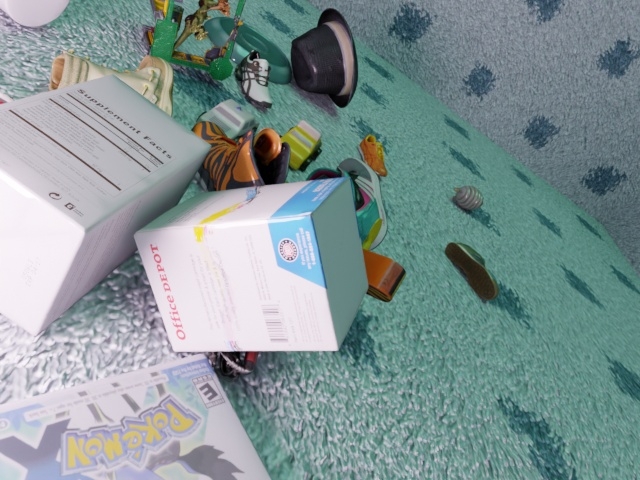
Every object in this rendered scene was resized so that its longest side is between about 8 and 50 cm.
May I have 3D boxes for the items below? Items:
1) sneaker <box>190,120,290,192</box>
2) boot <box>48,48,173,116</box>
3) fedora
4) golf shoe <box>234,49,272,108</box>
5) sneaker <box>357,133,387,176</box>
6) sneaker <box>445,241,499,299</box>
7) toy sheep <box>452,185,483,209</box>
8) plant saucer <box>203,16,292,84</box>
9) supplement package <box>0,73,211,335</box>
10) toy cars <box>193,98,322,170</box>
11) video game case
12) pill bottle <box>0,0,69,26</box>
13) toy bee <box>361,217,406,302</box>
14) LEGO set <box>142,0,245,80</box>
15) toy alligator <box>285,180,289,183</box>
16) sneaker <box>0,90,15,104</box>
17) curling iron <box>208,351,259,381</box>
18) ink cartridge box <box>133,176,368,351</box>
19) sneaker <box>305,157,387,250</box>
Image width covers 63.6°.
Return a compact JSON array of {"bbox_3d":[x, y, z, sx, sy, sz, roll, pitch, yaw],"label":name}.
[{"bbox_3d":[-0.142,-0.152,0.944,0.124,0.180,0.321,9,41,-42],"label":"sneaker"},{"bbox_3d":[-0.386,-0.298,0.962,0.203,0.095,0.262,17,40,-32],"label":"boot"},{"bbox_3d":[-0.006,-0.584,1.676,0.152,0.334,0.334,-13,52,-18],"label":"fedora"},{"bbox_3d":[-0.172,-0.442,1.402,0.077,0.094,0.198,7,44,-46],"label":"golf shoe"},{"bbox_3d":[0.163,-0.258,1.555,0.064,0.067,0.175,16,38,-38],"label":"sneaker"},{"bbox_3d":[0.426,0.076,1.392,0.086,0.064,0.192,-1,45,-43],"label":"sneaker"},{"bbox_3d":[0.510,-0.150,1.786,0.132,0.091,0.091,19,35,-22],"label":"toy sheep"},{"bbox_3d":[-0.217,-0.614,1.641,0.317,0.044,0.318,28,31,-18],"label":"plant saucer"},{"bbox_3d":[-0.301,-0.064,0.643,0.175,0.177,0.293,36,29,-5],"label":"supplement package"},{"bbox_3d":[-0.119,-0.262,1.218,0.393,0.087,0.176,8,42,-43],"label":"toy cars"},{"bbox_3d":[-0.178,0.266,0.473,0.329,0.036,0.300,-3,50,-51],"label":"video game case"},{"bbox_3d":[-0.617,-0.549,0.972,0.283,0.161,0.161,43,29,6],"label":"pill bottle"},{"bbox_3d":[0.042,0.032,0.925,0.298,0.195,0.162,51,5,40],"label":"toy bee"},{"bbox_3d":[-0.302,-0.572,1.244,0.255,0.331,0.192,-4,45,-24],"label":"LEGO set"},{"bbox_3d":[-0.070,-0.089,1.066,0.051,0.056,0.190,28,31,-21],"label":"toy alligator"},{"bbox_3d":[-0.516,-0.146,0.626,0.279,0.107,0.118,1,65,-44],"label":"sneaker"},{"bbox_3d":[-0.100,0.106,0.783,0.068,0.035,0.274,35,30,-8],"label":"curling iron"},{"bbox_3d":[-0.078,0.028,0.669,0.168,0.232,0.171,-52,134,-62],"label":"ink cartridge box"},{"bbox_3d":[0.042,-0.122,1.184,0.178,0.124,0.295,31,30,-33],"label":"sneaker"}]
